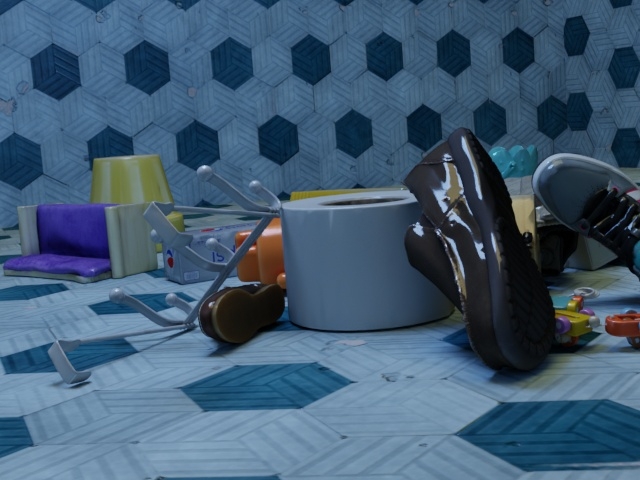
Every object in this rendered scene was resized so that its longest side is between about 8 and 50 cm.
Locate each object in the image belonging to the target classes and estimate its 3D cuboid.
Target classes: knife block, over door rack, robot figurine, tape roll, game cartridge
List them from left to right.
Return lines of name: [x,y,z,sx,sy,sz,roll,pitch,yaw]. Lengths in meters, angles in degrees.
over door rack: [-0.198,0.027,1.180,0.108,0.239,0.324,41,19,10]
robot figurine: [-0.036,0.018,1.590,0.219,0.128,0.158,-4,0,-1]
tape roll: [0.068,0.023,1.329,0.246,0.169,0.246,-4,7,0]
game cartridge: [0.127,-0.060,2.113,0.323,0.053,0.285,-1,-13,38]
knife block: [0.257,0.069,1.277,0.088,0.242,0.276,-1,-37,15]

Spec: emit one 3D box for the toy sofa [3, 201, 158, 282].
toy sofa: [-0.530,-0.004,1.988,0.362,0.150,0.177,2,8,42]

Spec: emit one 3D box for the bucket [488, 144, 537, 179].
bucket: [0.445,-0.151,2.438,0.281,0.183,0.281,-5,6,1]

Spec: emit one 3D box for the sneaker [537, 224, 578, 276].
sneaker: [0.305,0.018,1.471,0.227,0.087,0.130,-18,16,1]

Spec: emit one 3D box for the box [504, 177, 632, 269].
box: [0.414,-0.038,1.691,0.148,0.121,0.311,-24,16,-27]

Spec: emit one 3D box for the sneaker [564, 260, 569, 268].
sneaker: [0.342,0.028,1.558,0.152,0.061,0.053,1,7,28]

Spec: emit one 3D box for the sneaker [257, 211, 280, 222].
sneaker: [-0.049,-0.044,2.016,0.256,0.094,0.151,-17,7,45]

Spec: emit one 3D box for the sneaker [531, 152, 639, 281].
sneaker: [0.424,-0.006,1.234,0.295,0.124,0.178,31,12,-8]

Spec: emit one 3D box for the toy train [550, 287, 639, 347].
toy train: [0.318,0.097,1.090,0.125,0.046,0.166,-4,10,-11]

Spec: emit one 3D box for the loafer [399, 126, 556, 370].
loafer: [0.175,0.020,1.094,0.130,0.134,0.366,-30,35,21]

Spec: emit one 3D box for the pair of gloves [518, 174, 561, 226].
pair of gloves: [0.288,-0.046,1.474,0.240,0.042,0.204,-11,20,9]

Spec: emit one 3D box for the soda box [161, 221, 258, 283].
soda box: [-0.163,0.017,1.825,0.286,0.091,0.098,-9,10,-29]

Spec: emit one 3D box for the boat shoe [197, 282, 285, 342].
boat shoe: [-0.119,0.098,1.252,0.073,0.073,0.207,-4,0,20]

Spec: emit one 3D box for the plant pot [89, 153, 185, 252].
plant pot: [-0.473,-0.093,2.317,0.254,0.239,0.254,-4,6,0]
